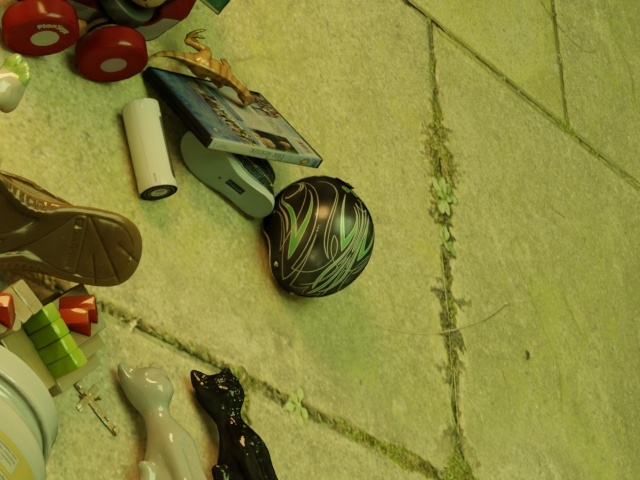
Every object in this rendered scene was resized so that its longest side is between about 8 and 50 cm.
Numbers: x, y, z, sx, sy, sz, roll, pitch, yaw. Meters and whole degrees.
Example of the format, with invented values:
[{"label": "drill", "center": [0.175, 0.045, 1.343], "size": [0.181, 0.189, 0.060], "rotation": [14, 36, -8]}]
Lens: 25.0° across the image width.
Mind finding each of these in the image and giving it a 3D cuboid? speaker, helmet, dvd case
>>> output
[{"label": "speaker", "center": [-0.239, -0.128, 2.010], "size": [0.055, 0.055, 0.136], "rotation": [9, 61, -50]}, {"label": "helmet", "center": [0.000, 0.000, 2.162], "size": [0.169, 0.169, 0.162], "rotation": [33, 28, -37]}, {"label": "dvd case", "center": [-0.128, -0.182, 2.151], "size": [0.253, 0.022, 0.180], "rotation": [7, 34, -51]}]

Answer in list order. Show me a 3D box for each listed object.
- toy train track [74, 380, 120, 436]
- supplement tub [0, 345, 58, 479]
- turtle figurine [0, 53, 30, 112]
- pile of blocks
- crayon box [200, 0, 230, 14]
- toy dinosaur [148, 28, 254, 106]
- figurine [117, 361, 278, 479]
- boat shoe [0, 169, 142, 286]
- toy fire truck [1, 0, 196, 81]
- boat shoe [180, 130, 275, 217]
[{"label": "toy train track", "center": [-0.273, 0.206, 1.779], "size": [0.083, 0.014, 0.048], "rotation": [54, 35, -14]}, {"label": "supplement tub", "center": [-0.405, 0.263, 1.363], "size": [0.241, 0.241, 0.331], "rotation": [48, 37, -21]}, {"label": "turtle figurine", "center": [-0.471, -0.251, 1.660], "size": [0.266, 0.197, 0.275], "rotation": [12, 62, -54]}, {"label": "pile of blocks", "center": [-0.363, 0.113, 1.634], "size": [0.362, 0.112, 0.149], "rotation": [3, 65, -52]}, {"label": "crayon box", "center": [-0.267, -0.475, 2.094], "size": [0.318, 0.081, 0.202], "rotation": [35, 8, -35]}, {"label": "toy dinosaur", "center": [-0.181, -0.264, 2.130], "size": [0.211, 0.064, 0.112], "rotation": [20, 26, -33]}, {"label": "figurine", "center": [-0.161, 0.249, 1.848], "size": [0.215, 0.092, 0.209], "rotation": [13, 50, -48]}, {"label": "boat shoe", "center": [-0.384, -0.027, 1.712], "size": [0.342, 0.123, 0.123], "rotation": [14, 91, -29]}, {"label": "toy fire truck", "center": [-0.280, -0.356, 1.928], "size": [0.302, 0.254, 0.169], "rotation": [16, 56, -48]}, {"label": "boat shoe", "center": [-0.137, -0.115, 2.139], "size": [0.183, 0.065, 0.083], "rotation": [44, 30, -30]}]
